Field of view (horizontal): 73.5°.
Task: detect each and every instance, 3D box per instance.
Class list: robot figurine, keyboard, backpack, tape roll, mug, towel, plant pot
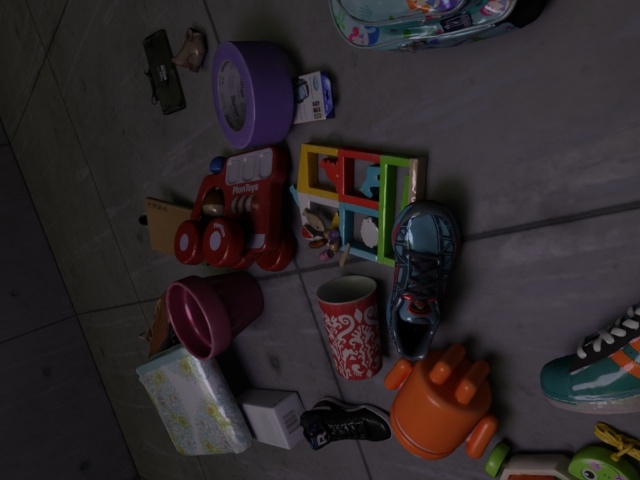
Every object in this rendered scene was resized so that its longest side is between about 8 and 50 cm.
[{"bbox_3d":[0.192,0.270,0.700,0.158,0.128,0.219,13,125,-7],"label":"robot figurine"},{"bbox_3d":[-0.394,-0.418,1.082,0.100,0.038,0.192,-9,99,23],"label":"keyboard"},{"bbox_3d":[0.114,-0.337,0.497,0.254,0.191,0.225,13,116,47],"label":"backpack"},{"bbox_3d":[-0.131,-0.272,0.806,0.189,0.080,0.188,33,131,47],"label":"tape roll"},{"bbox_3d":[0.064,0.159,0.822,0.113,0.150,0.169,-8,108,9],"label":"mug"},{"bbox_3d":[-0.370,0.457,1.236,0.374,0.090,0.320,-29,90,42],"label":"towel"},{"bbox_3d":[-0.249,0.165,1.058,0.201,0.180,0.201,19,119,38],"label":"plant pot"}]

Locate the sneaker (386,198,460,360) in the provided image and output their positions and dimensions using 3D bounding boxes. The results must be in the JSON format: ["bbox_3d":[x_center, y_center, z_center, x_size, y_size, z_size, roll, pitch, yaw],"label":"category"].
[{"bbox_3d":[0.156,0.069,0.641,0.104,0.125,0.261,2,119,7],"label":"sneaker"}]

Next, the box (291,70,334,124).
[{"bbox_3d":[-0.025,-0.255,0.775,0.136,0.028,0.081,6,110,41],"label":"box"}]

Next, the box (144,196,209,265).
[{"bbox_3d":[-0.398,-0.025,1.198,0.201,0.021,0.164,14,119,19],"label":"box"}]

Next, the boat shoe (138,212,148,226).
[{"bbox_3d":[-0.472,-0.047,1.276,0.206,0.065,0.075,16,117,40],"label":"boat shoe"}]

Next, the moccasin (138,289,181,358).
[{"bbox_3d":[-0.508,0.321,1.414,0.147,0.139,0.380,44,135,31],"label":"moccasin"}]

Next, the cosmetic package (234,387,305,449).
[{"bbox_3d":[-0.139,0.469,1.146,0.231,0.086,0.117,-16,95,49],"label":"cosmetic package"}]

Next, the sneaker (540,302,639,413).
[{"bbox_3d":[0.377,0.100,0.470,0.302,0.108,0.121,-33,81,39],"label":"sneaker"}]

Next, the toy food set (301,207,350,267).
[{"bbox_3d":[0.000,0.000,0.814,0.122,0.019,0.077,36,129,29],"label":"toy food set"}]

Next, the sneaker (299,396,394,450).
[{"bbox_3d":[0.044,0.406,0.908,0.217,0.121,0.079,-9,101,46],"label":"sneaker"}]

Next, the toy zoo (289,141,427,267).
[{"bbox_3d":[0.049,-0.072,0.773,0.293,0.030,0.192,19,119,39],"label":"toy zoo"}]

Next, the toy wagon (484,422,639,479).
[{"bbox_3d":[0.370,0.416,0.627,0.267,0.068,0.344,26,123,35],"label":"toy wagon"}]

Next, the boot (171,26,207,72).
[{"bbox_3d":[-0.297,-0.434,0.968,0.118,0.042,0.086,31,120,31],"label":"boot"}]

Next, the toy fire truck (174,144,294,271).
[{"bbox_3d":[-0.187,-0.066,0.939,0.302,0.169,0.253,0,83,44],"label":"toy fire truck"}]
